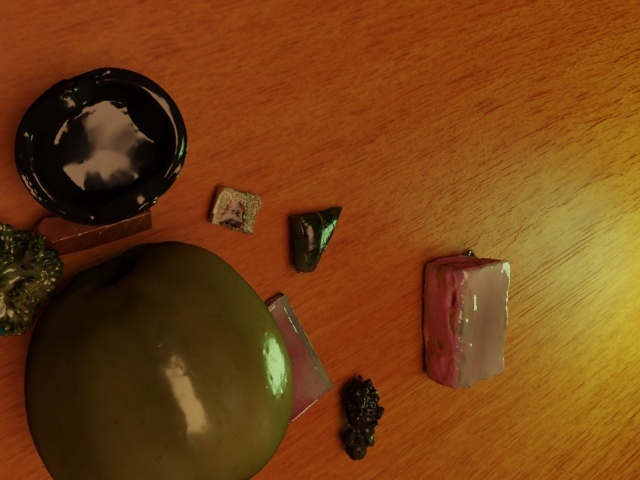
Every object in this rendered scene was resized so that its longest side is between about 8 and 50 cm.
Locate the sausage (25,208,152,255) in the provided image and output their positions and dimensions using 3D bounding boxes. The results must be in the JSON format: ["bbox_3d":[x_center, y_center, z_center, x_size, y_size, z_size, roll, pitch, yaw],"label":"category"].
[{"bbox_3d":[-0.328,-0.020,0.935,0.169,0.065,0.065,-19,111,-29],"label":"sausage"}]

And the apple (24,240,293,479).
[{"bbox_3d":[-0.217,0.180,0.894,0.357,0.357,0.357,-8,105,-33],"label":"apple"}]

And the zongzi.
[{"bbox_3d":[0.000,0.000,1.173,0.119,0.055,0.109,-15,111,-43],"label":"zongzi"}]

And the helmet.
[{"bbox_3d":[-0.285,-0.122,0.862,0.216,0.193,0.189,-38,110,-16],"label":"helmet"}]

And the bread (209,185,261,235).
[{"bbox_3d":[-0.138,-0.051,1.075,0.083,0.035,0.070,19,88,-33],"label":"bread"}]

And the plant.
[{"bbox_3d":[0.078,0.352,1.287,0.087,0.085,0.174,6,103,4],"label":"plant"}]

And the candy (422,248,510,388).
[{"bbox_3d":[0.300,0.162,1.373,0.155,0.115,0.265,-10,108,-35],"label":"candy"}]

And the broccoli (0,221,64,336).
[{"bbox_3d":[-0.417,0.056,0.829,0.160,0.167,0.155,-33,127,-73],"label":"broccoli"}]

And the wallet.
[{"bbox_3d":[-0.066,0.218,1.188,0.119,0.025,0.232,-37,118,-23],"label":"wallet"}]
